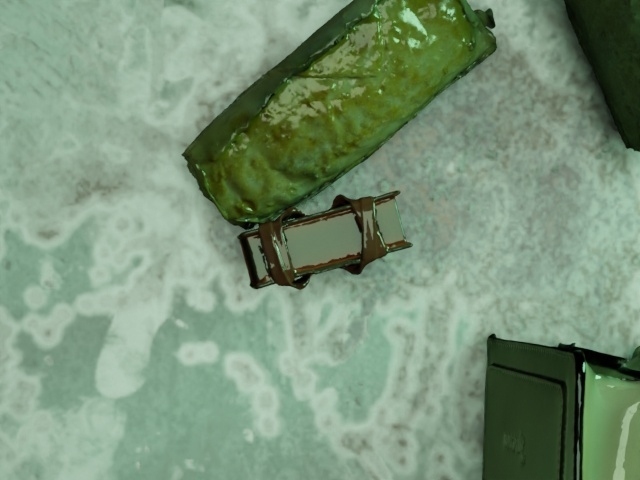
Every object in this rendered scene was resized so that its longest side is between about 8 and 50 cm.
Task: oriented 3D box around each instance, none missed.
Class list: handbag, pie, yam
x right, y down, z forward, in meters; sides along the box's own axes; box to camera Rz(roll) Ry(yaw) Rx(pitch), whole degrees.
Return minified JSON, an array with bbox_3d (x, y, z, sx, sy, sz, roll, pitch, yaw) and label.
[{"bbox_3d":[0.000,0.000,1.458,0.127,0.190,0.062,-15,91,-3],"label":"handbag"},{"bbox_3d":[0.219,0.197,1.382,0.160,0.358,0.236,7,89,-4],"label":"handbag"},{"bbox_3d":[0.019,-0.118,1.504,0.282,0.068,0.128,-39,122,1],"label":"pie"},{"bbox_3d":[0.278,-0.205,1.495,0.161,0.161,0.268,-24,91,-3],"label":"yam"}]
